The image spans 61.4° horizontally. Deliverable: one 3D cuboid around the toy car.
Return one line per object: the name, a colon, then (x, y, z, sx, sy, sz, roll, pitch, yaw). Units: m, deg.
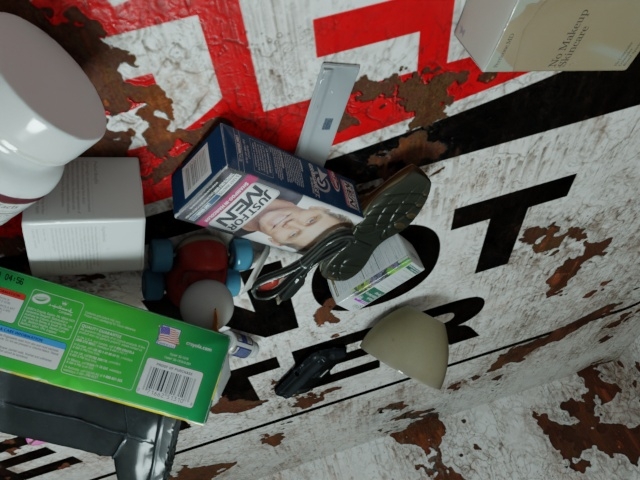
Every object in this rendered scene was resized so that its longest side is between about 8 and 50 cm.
toy car: (-0.256, 0.129, 1.170, 0.219, 0.238, 0.210, 1, 140, -27)

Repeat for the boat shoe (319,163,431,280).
boat shoe: (0.100, -0.052, 1.208, 0.123, 0.120, 0.324, 28, 116, -39)

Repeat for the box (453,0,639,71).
box: (0.403, -0.377, 0.908, 0.311, 0.121, 0.148, -8, 144, -17)

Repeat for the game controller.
game controller: (-0.036, 0.463, 1.906, 0.166, 0.067, 0.319, -7, 146, -43)

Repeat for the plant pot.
plant pot: (0.293, 0.318, 1.717, 0.284, 0.284, 0.191, 30, 86, -48)

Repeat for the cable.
cable: (-0.053, 0.049, 1.163, 0.140, 0.072, 0.287, 9, 135, -38)

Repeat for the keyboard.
keyboard: (0.003, -0.222, 1.021, 0.072, 0.014, 0.256, -8, 144, -26)

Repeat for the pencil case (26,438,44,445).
pencil case: (-0.676, 0.473, 1.438, 0.209, 0.098, 0.095, -12, -176, -18)

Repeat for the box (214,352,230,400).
box: (-0.336, 0.365, 1.536, 0.130, 0.091, 0.170, 18, 143, 7)

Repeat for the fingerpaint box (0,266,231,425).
fingerpaint box: (-0.414, 0.209, 1.024, 0.445, 0.163, 0.371, 18, 160, -8)

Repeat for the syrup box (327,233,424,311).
syrup box: (0.144, 0.089, 1.439, 0.237, 0.096, 0.093, -35, 143, 19)

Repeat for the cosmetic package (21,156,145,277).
cosmetic package: (-0.406, -0.043, 0.937, 0.184, 0.151, 0.151, -2, 142, -22)

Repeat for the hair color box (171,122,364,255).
hair color box: (-0.095, -0.083, 1.063, 0.347, 0.105, 0.174, 17, 139, -42)

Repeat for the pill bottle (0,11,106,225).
pill bottle: (-0.506, -0.113, 0.729, 0.392, 0.224, 0.224, -30, 144, 13)

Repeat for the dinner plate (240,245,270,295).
dinner plate: (-0.145, 0.066, 1.238, 0.017, 0.141, 0.141, 29, 132, -4)

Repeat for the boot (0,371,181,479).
boot: (-0.585, 0.495, 1.313, 0.445, 0.366, 0.146, 14, -177, -2)

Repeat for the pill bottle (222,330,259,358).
pill bottle: (-0.235, 0.307, 1.573, 0.067, 0.067, 0.120, -34, 143, 19)
